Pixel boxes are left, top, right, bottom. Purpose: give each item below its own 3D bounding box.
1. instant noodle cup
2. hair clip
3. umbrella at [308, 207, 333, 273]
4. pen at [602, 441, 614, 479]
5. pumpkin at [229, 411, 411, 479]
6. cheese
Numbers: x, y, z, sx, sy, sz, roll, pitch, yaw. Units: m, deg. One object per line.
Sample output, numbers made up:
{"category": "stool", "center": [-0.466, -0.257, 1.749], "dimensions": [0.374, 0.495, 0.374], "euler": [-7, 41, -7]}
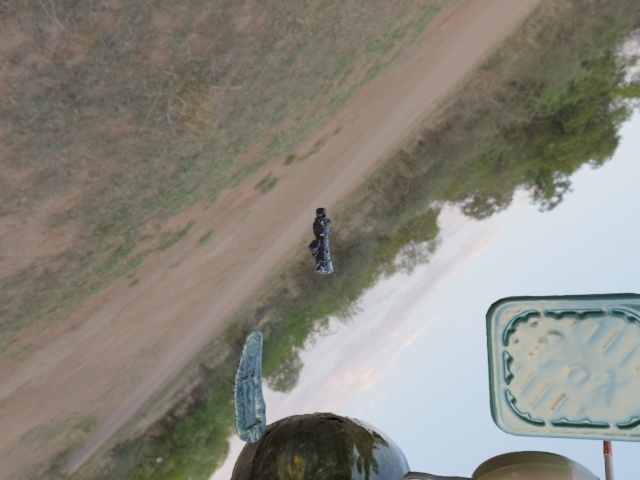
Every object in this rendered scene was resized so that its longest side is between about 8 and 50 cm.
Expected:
{"category": "instant noodle cup", "center": [0.278, 0.133, 0.511], "dimensions": [0.179, 0.157, 0.070], "euler": [-4, -177, 17]}
{"category": "hair clip", "center": [-0.127, 0.264, 0.844], "dimensions": [0.066, 0.229, 0.036], "euler": [-5, -163, -30]}
{"category": "umbrella", "center": [-0.003, 0.000, 1.532], "dimensions": [0.071, 0.224, 0.080], "euler": [-8, 164, 25]}
{"category": "pen", "center": [0.904, 0.726, 1.443], "dimensions": [0.028, 0.028, 0.239], "euler": [-44, -174, 42]}
{"category": "pumpkin", "center": [0.000, 0.600, 1.122], "dimensions": [0.454, 0.344, 0.454], "euler": [-6, 143, -5]}
{"category": "cheese", "center": [0.270, 0.388, 0.704], "dimensions": [0.082, 0.286, 0.163], "euler": [-74, 163, -60]}
